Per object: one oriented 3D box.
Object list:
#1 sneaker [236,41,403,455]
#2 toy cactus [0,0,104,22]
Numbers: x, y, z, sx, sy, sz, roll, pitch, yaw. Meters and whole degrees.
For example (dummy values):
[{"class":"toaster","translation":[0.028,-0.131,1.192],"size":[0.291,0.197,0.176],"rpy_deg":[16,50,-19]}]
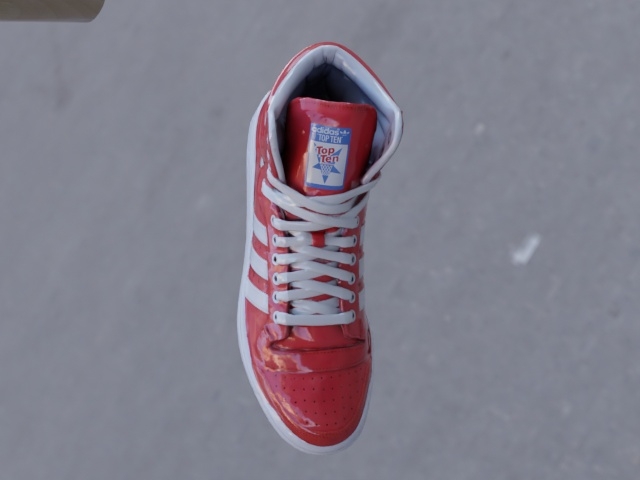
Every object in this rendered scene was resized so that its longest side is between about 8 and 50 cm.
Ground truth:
[{"class":"sneaker","translation":[0.000,0.000,0.562],"size":[0.067,0.042,0.118],"rpy_deg":[125,142,-69]},{"class":"toy cactus","translation":[-0.188,-0.125,0.879],"size":[0.112,0.180,0.219],"rpy_deg":[-40,51,44]}]
